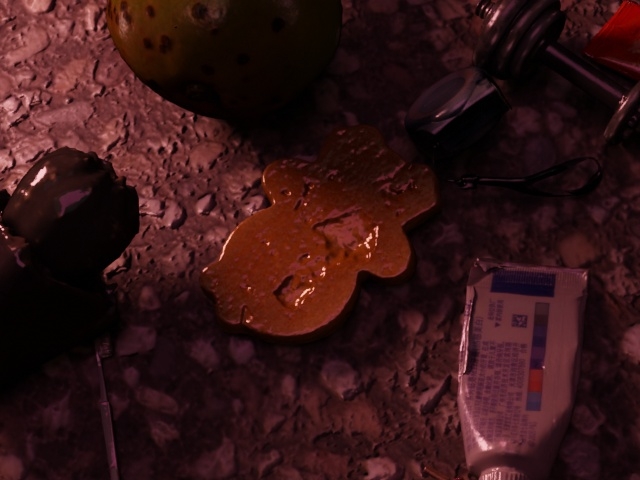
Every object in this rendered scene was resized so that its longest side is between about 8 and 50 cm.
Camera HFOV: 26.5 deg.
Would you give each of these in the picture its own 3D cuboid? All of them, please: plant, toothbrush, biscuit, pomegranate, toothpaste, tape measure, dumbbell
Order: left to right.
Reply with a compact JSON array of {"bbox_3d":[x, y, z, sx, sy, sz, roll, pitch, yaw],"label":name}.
[{"bbox_3d":[-0.272,0.031,1.258,0.256,0.164,0.142,-49,54,4],"label":"plant"},{"bbox_3d":[-0.195,0.171,1.262,0.017,0.014,0.194,-10,64,1],"label":"toothbrush"},{"bbox_3d":[-0.089,-0.244,1.350,0.230,0.231,0.286,2,37,9],"label":"pomegranate"},{"bbox_3d":[0.000,0.001,1.300,0.184,0.035,0.249,36,76,22],"label":"biscuit"},{"bbox_3d":[0.172,-0.088,1.317,0.179,0.107,0.104,35,103,-16],"label":"tape measure"},{"bbox_3d":[0.171,0.135,1.197,0.099,0.068,0.283,23,53,-14],"label":"toothpaste"},{"bbox_3d":[0.253,-0.157,1.306,0.254,0.110,0.110,37,75,15],"label":"dumbbell"}]

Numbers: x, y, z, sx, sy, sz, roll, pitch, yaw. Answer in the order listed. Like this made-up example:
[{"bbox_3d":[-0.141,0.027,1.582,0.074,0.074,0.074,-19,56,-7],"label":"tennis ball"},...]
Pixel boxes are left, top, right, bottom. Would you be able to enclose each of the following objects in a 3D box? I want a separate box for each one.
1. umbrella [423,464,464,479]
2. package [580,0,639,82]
[{"bbox_3d":[0.160,0.241,1.172,0.165,0.027,0.025,30,118,18],"label":"umbrella"},{"bbox_3d":[0.361,-0.167,1.332,0.200,0.022,0.083,33,74,22],"label":"package"}]
